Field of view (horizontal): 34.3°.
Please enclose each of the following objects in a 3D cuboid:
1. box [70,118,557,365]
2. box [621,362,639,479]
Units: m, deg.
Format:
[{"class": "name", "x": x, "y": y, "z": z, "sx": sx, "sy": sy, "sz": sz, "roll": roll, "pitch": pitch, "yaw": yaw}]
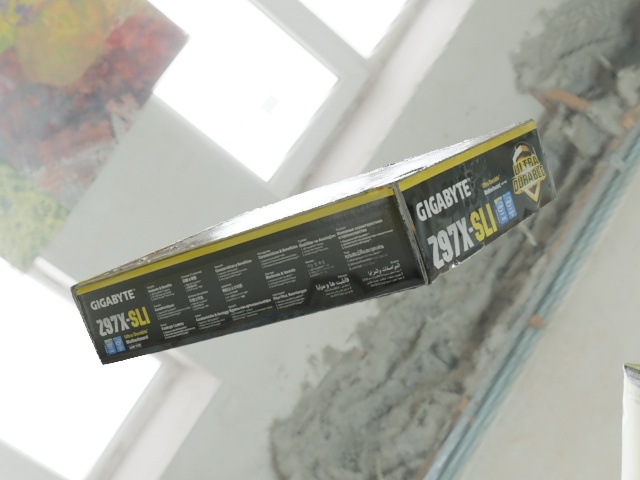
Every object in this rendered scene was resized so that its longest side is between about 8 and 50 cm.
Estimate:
[{"class": "box", "x": 0.000, "y": 0.000, "z": 0.848, "sx": 0.322, "sy": 0.079, "sz": 0.257, "roll": -16, "pitch": -176, "yaw": 35}, {"class": "box", "x": 0.263, "y": 0.205, "z": 0.739, "sx": 0.058, "sy": 0.087, "sz": 0.232, "roll": -153, "pitch": -115, "yaw": -83}]
